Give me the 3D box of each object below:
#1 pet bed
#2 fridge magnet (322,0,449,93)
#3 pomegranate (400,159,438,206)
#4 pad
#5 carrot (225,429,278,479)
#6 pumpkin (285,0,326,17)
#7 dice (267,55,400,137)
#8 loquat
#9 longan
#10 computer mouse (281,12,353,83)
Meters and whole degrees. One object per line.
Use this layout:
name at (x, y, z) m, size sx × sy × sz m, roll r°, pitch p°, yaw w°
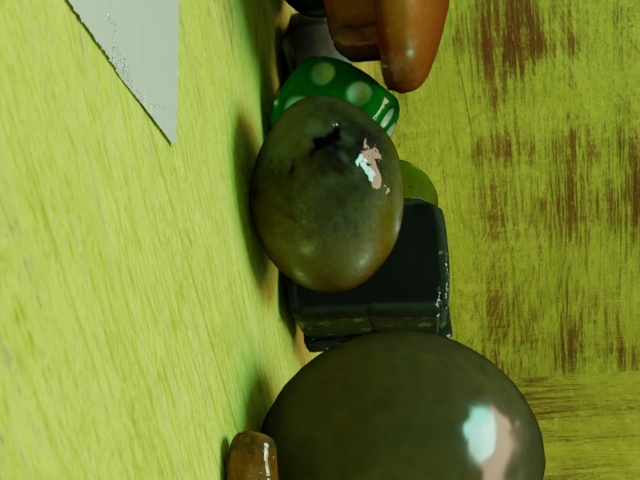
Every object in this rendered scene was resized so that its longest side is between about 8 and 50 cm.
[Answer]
pet bed at (0.064, 0.049, 1.219) m, size 0.159 × 0.211 × 0.183 m, roll 77°, pitch 10°, yaw -61°
fridge magnet at (0.083, -0.362, 1.138) m, size 0.363 × 0.155 × 0.363 m, roll -1°, pitch 90°, yaw -80°
pomegranate at (0.124, -0.070, 1.821) m, size 0.246 × 0.198 × 0.198 m, roll 22°, pitch 62°, yaw -66°
pad at (-0.139, -0.184, 0.675) m, size 0.232 × 0.004 × 0.156 m, roll 64°, pitch 23°, yaw -68°
carrot at (-0.055, 0.257, 0.806) m, size 0.060 × 0.060 × 0.186 m, roll 56°, pitch 27°, yaw -73°
pumpkin at (-0.005, -0.399, 1.317) m, size 0.167 × 0.125 × 0.167 m, roll 4°, pitch 90°, yaw -80°
dice at (0.017, -0.150, 1.173) m, size 0.120 × 0.128 × 0.131 m, roll -57°, pitch 167°, yaw -7°
loquat at (0.008, -0.051, 1.029) m, size 0.179 × 0.179 × 0.227 m, roll -83°, pitch 174°, yaw -56°
longan at (0.084, 0.234, 0.952) m, size 0.297 × 0.297 × 0.297 m, roll -5°, pitch 90°, yaw -82°
computer mouse at (-0.003, -0.244, 1.382) m, size 0.379 × 0.090 × 0.167 m, roll -72°, pitch 155°, yaw -66°
